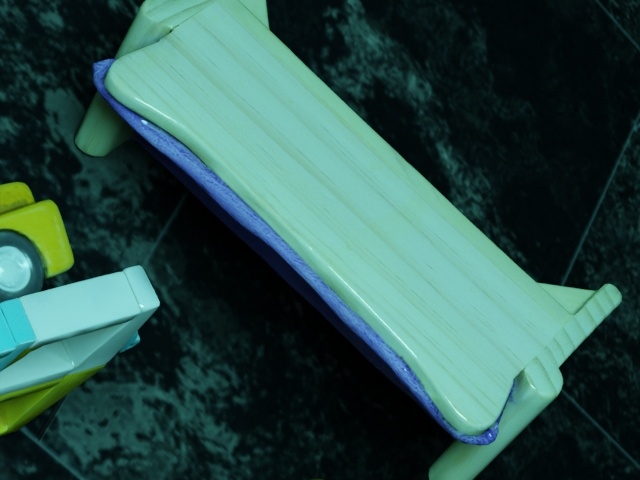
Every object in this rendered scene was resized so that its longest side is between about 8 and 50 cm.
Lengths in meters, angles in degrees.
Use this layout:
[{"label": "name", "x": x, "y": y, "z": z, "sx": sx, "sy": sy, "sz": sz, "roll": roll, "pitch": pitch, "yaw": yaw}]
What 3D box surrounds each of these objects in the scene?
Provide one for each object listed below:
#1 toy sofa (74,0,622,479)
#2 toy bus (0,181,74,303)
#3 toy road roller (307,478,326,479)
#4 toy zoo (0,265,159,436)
[{"label": "toy sofa", "x": 0.000, "y": 0.000, "z": 1.268, "sx": 0.362, "sy": 0.150, "sz": 0.177, "roll": 43, "pitch": 49, "yaw": 6}, {"label": "toy bus", "x": -0.312, "y": 0.024, "z": 1.115, "sx": 0.332, "sy": 0.108, "sz": 0.130, "roll": -23, "pitch": 93, "yaw": -40}, {"label": "toy road roller", "x": -0.019, "y": 0.296, "z": 1.265, "sx": 0.329, "sy": 0.240, "sz": 0.202, "roll": -36, "pitch": 105, "yaw": -1}, {"label": "toy zoo", "x": -0.221, "y": 0.088, "z": 1.114, "sx": 0.293, "sy": 0.192, "sz": 0.030, "roll": -15, "pitch": 72, "yaw": -44}]
